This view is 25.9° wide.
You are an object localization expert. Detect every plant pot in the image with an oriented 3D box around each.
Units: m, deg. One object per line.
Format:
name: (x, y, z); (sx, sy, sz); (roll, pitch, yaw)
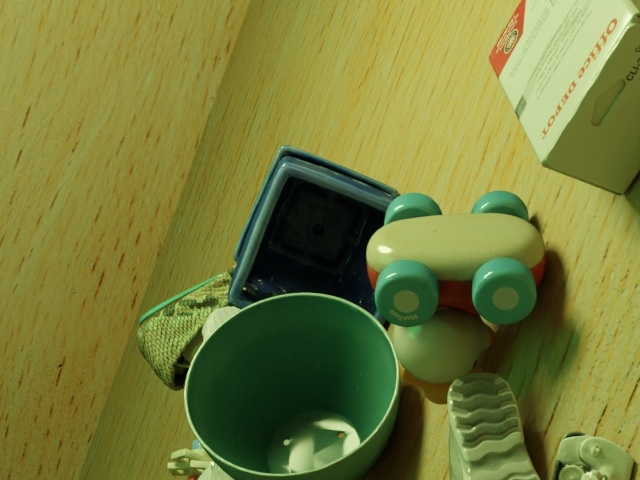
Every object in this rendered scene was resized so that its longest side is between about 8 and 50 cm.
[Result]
plant pot: (0.000, 0.000, 2.091); (0.212, 0.236, 0.236); (-108, 40, -71)
plant pot: (-0.024, 0.246, 1.918); (0.195, 0.290, 0.290); (76, -168, -49)

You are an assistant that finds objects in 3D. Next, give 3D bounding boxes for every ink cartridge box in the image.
ink cartridge box: (0.309, -0.209, 1.572); (0.197, 0.114, 0.273); (-61, 20, 27)

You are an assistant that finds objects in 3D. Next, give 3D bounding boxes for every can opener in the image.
can opener: (0.245, 0.325, 1.356); (0.093, 0.074, 0.280); (57, -133, -69)

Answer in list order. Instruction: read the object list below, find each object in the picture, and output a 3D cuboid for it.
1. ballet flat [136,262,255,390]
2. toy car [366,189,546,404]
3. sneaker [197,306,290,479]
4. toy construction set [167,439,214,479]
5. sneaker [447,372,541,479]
ballet flat: (-0.094, 0.088, 2.314); (0.483, 0.164, 0.182); (-38, 66, 15)
toy car: (0.165, 0.091, 1.676); (0.219, 0.210, 0.238); (-79, -14, -62)
sneaker: (-0.131, 0.299, 2.205); (0.210, 0.137, 0.366); (-54, 48, 47)
toy construction set: (-0.164, 0.305, 2.414); (0.215, 0.151, 0.327); (-46, 21, 52)
sneaker: (0.195, 0.286, 1.515); (0.115, 0.105, 0.281); (83, -175, -51)
